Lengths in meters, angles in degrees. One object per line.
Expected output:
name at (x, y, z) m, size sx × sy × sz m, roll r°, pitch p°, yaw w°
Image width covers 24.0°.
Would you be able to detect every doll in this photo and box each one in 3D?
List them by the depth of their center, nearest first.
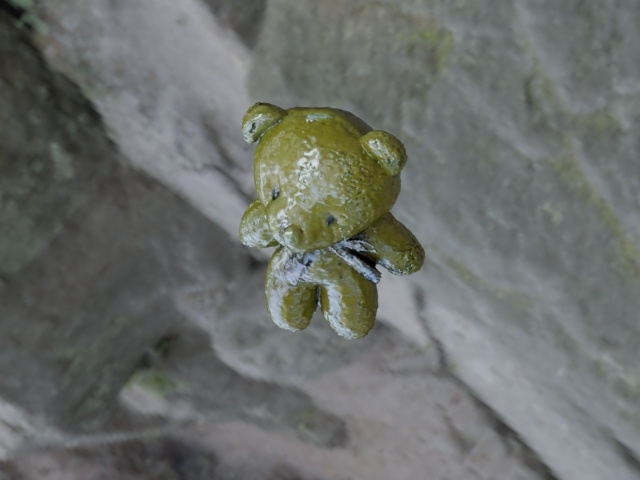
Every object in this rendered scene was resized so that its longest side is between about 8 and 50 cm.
doll at (0.000, 0.000, 1.059) m, size 0.137 × 0.097 × 0.210 m, roll 13°, pitch 133°, yaw 18°
